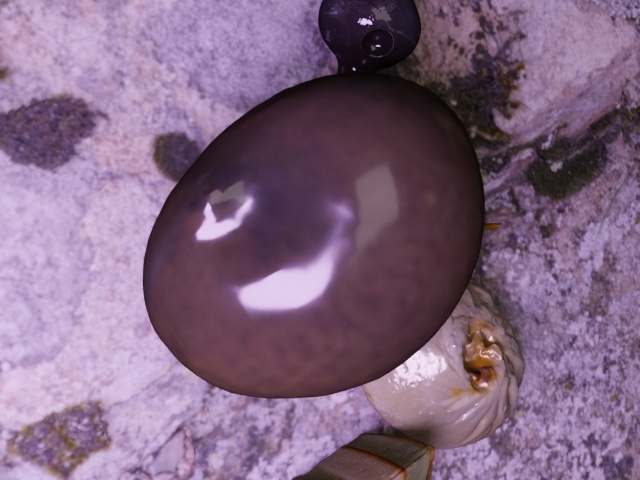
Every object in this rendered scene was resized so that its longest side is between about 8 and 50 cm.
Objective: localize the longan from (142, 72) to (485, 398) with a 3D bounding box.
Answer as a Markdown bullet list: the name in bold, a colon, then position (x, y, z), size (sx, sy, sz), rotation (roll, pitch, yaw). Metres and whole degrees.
- **longan**: position (0.000, 0.000, 0.634), size (0.350, 0.288, 0.288), rotation (-39, 100, -6)

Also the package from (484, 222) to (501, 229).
- **package**: position (0.152, -0.050, 0.808), size (0.047, 0.071, 0.131), rotation (-43, 102, -26)

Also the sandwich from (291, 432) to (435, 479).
- **sandwich**: position (0.066, 0.288, 0.682), size (0.117, 0.187, 0.144), rotation (-30, 90, -21)

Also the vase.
- **vase**: position (0.043, -0.207, 0.768), size (0.120, 0.120, 0.183), rotation (15, 97, -20)

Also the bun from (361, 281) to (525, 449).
- **bun**: position (0.148, 0.133, 0.758), size (0.222, 0.127, 0.223), rotation (3, 82, -19)
